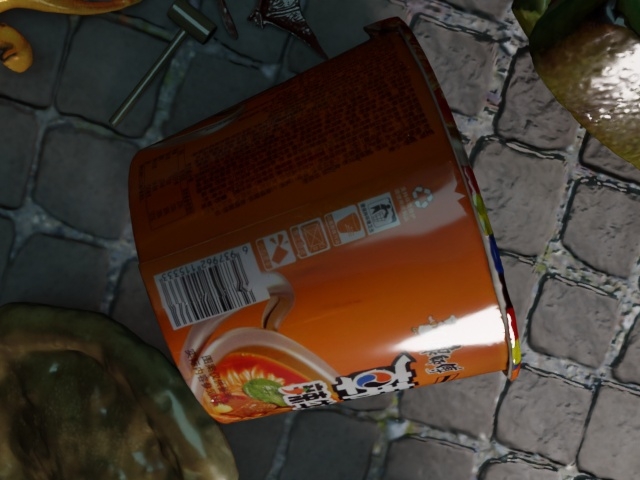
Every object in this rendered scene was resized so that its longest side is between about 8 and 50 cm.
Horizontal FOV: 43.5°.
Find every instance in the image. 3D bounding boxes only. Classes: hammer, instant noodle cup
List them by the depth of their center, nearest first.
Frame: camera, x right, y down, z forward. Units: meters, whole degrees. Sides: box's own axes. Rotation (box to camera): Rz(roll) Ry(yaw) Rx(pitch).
[{"bbox_3d":[0.000,0.000,0.535,0.192,0.250,0.250,-18,97,4],"label":"instant noodle cup"},{"bbox_3d":[-0.127,-0.132,0.615,0.035,0.019,0.110,39,96,-8],"label":"hammer"}]

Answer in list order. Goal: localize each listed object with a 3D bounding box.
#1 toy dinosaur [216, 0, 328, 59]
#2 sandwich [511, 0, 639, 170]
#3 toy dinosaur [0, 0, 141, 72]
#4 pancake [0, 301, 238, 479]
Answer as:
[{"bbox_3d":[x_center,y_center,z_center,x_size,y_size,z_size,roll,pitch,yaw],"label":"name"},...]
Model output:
[{"bbox_3d":[-0.059,-0.227,0.604,0.108,0.032,0.220,-43,100,-3],"label":"toy dinosaur"},{"bbox_3d":[0.216,-0.193,0.580,0.250,0.162,0.301,13,75,-41],"label":"sandwich"},{"bbox_3d":[-0.268,-0.165,0.569,0.288,0.070,0.117,-28,82,-14],"label":"toy dinosaur"},{"bbox_3d":[-0.165,0.146,0.571,0.236,0.042,0.222,40,124,11],"label":"pancake"}]
